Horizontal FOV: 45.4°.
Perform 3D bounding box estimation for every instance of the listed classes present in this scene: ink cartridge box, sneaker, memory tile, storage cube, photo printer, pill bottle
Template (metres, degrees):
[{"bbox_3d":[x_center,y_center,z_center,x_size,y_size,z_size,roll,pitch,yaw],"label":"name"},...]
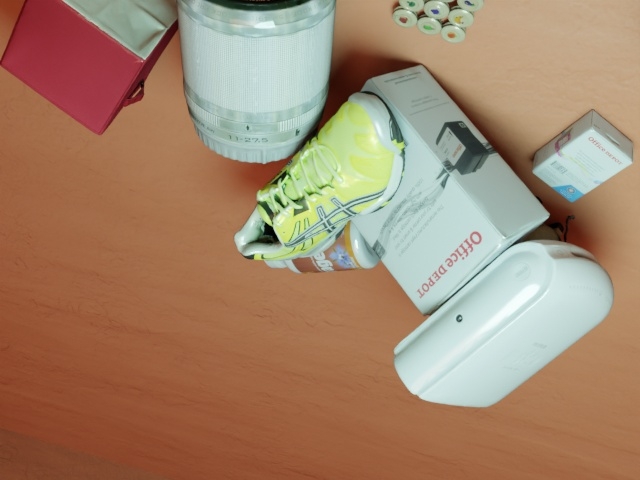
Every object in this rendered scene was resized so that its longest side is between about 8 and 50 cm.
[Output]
[{"bbox_3d":[0.158,-0.075,1.171,0.307,0.129,0.223,54,140,16],"label":"ink cartridge box"},{"bbox_3d":[-0.006,-0.068,1.145,0.145,0.147,0.385,57,142,17],"label":"sneaker"},{"bbox_3d":[0.402,-0.128,1.173,0.088,0.052,0.122,34,139,-14],"label":"ink cartridge box"},{"bbox_3d":[0.165,-0.331,1.056,0.113,0.012,0.148,19,157,-1],"label":"memory tile"},{"bbox_3d":[-0.347,-0.322,1.198,0.215,0.184,0.193,36,136,-14],"label":"storage cube"},{"bbox_3d":[0.292,0.126,1.161,0.307,0.107,0.256,-45,144,21],"label":"photo printer"},{"bbox_3d":[0.000,0.000,1.434,0.216,0.121,0.121,-6,132,29],"label":"pill bottle"}]

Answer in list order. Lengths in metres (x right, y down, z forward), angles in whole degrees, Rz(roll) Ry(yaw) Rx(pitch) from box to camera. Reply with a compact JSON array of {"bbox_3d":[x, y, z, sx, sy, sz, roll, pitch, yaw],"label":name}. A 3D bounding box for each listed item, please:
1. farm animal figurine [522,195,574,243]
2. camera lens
[{"bbox_3d":[0.302,0.064,1.329,0.330,0.172,0.327,32,138,-11],"label":"farm animal figurine"},{"bbox_3d":[-0.092,-0.279,1.103,0.219,0.219,0.274,15,139,9],"label":"camera lens"}]
